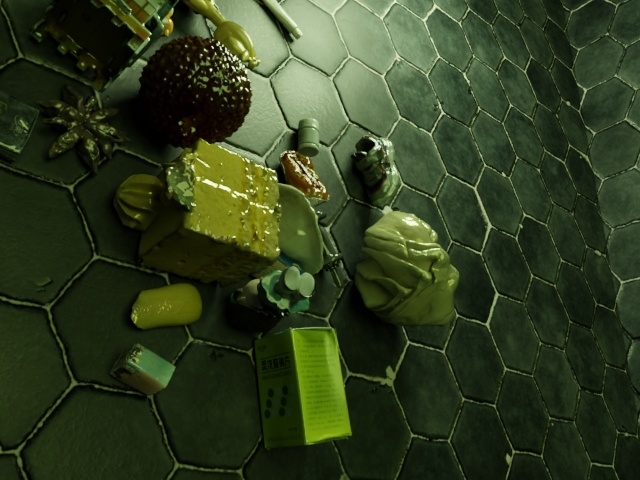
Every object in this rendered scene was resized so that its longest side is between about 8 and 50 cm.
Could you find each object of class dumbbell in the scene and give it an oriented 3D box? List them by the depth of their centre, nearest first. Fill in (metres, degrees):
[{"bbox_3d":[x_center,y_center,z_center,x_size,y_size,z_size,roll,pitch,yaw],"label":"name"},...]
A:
[{"bbox_3d":[0.000,0.000,1.616,0.082,0.082,0.254,-22,87,-45],"label":"dumbbell"}]

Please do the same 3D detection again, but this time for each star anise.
[{"bbox_3d":[-0.482,-0.231,1.289,0.182,0.065,0.195,42,53,-19],"label":"star anise"}]

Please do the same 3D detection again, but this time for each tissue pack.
[{"bbox_3d":[-0.614,-0.228,1.176,0.156,0.051,0.112,28,54,-30],"label":"tissue pack"},{"bbox_3d":[-0.334,0.244,1.212,0.094,0.074,0.058,39,43,-22],"label":"tissue pack"}]

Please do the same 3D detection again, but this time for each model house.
[{"bbox_3d":[-0.434,-0.466,1.322,0.198,0.224,0.215,39,51,-22],"label":"model house"}]

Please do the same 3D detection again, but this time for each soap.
[{"bbox_3d":[-0.315,0.132,1.304,0.168,0.033,0.089,-1,70,-43],"label":"soap"}]

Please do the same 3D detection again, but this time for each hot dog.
[{"bbox_3d":[-0.044,-0.160,1.619,0.108,0.059,0.191,6,40,-35],"label":"hot dog"}]

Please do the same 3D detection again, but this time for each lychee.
[{"bbox_3d":[-0.274,-0.337,1.408,0.271,0.271,0.271,19,60,-36],"label":"lychee"}]

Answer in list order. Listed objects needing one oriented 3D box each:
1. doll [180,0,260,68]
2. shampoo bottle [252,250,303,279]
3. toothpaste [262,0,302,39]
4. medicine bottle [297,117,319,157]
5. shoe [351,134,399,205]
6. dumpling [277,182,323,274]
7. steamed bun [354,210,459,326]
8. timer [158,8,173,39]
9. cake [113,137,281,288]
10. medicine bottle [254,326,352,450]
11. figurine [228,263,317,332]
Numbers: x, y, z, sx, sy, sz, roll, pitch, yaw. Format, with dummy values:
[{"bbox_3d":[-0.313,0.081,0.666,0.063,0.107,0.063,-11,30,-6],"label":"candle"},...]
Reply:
[{"bbox_3d":[-0.260,-0.551,1.616,0.291,0.086,0.117,50,29,-12],"label":"doll"},{"bbox_3d":[-0.107,0.068,1.494,0.183,0.050,0.087,40,90,-23],"label":"shampoo bottle"},{"bbox_3d":[-0.121,-0.653,1.829,0.190,0.031,0.048,47,50,-12],"label":"toothpaste"},{"bbox_3d":[-0.032,-0.276,1.722,0.058,0.058,0.091,20,60,-35],"label":"medicine bottle"},{"bbox_3d":[0.149,-0.215,1.828,0.125,0.099,0.227,29,49,-40],"label":"shoe"},{"bbox_3d":[-0.057,-0.032,1.516,0.126,0.166,0.215,9,74,-41],"label":"dumpling"},{"bbox_3d":[0.202,0.076,1.655,0.203,0.276,0.289,-6,100,-32],"label":"steamed bun"},{"bbox_3d":[-0.377,-0.553,1.504,0.132,0.132,0.152,-10,99,-44],"label":"timer"},{"bbox_3d":[-0.253,-0.055,1.308,0.286,0.227,0.222,21,55,-37],"label":"cake"},{"bbox_3d":[-0.044,0.319,1.396,0.141,0.137,0.250,5,70,-41],"label":"medicine bottle"},{"bbox_3d":[-0.098,0.129,1.358,0.138,0.245,0.110,28,57,-23],"label":"figurine"}]
